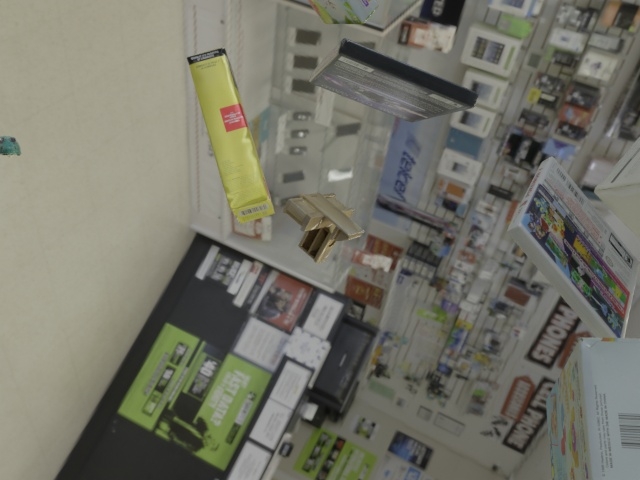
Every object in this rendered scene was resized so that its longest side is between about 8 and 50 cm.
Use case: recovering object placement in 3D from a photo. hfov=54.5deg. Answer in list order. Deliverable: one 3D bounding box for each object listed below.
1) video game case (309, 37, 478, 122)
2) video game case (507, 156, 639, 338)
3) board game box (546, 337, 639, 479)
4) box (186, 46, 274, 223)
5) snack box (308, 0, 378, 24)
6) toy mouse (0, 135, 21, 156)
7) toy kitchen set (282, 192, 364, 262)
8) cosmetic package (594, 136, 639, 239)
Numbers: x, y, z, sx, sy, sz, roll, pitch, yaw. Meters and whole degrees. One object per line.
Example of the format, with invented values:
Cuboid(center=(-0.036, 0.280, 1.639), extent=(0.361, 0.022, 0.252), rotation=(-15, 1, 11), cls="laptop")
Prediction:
Cuboid(center=(0.095, -0.231, 0.935), extent=(0.274, 0.196, 0.026), rotation=(-140, -111, -79), cls="video game case")
Cuboid(center=(0.331, 0.011, 0.797), extent=(0.023, 0.201, 0.183), rotation=(-34, -170, 45), cls="video game case")
Cuboid(center=(0.303, 0.197, 0.582), extent=(0.275, 0.142, 0.144), rotation=(61, 31, -63), cls="board game box")
Cuboid(center=(-0.125, -0.146, 0.877), extent=(0.087, 0.058, 0.232), rotation=(84, -11, -78), cls="box")
Cuboid(center=(0.000, -0.340, 0.786), extent=(0.037, 0.100, 0.141), rotation=(-50, 124, -8), cls="snack box")
Cuboid(center=(-0.511, -0.141, 0.934), extent=(0.143, 0.161, 0.031), rotation=(-35, 122, -77), cls="toy mouse")
Cuboid(center=(0.000, 0.000, 0.655), extent=(0.083, 0.068, 0.075), rotation=(-13, 138, -55), cls="toy kitchen set")
Cuboid(center=(0.579, -0.054, 0.908), extent=(0.138, 0.224, 0.225), rotation=(-48, -173, -6), cls="cosmetic package")
